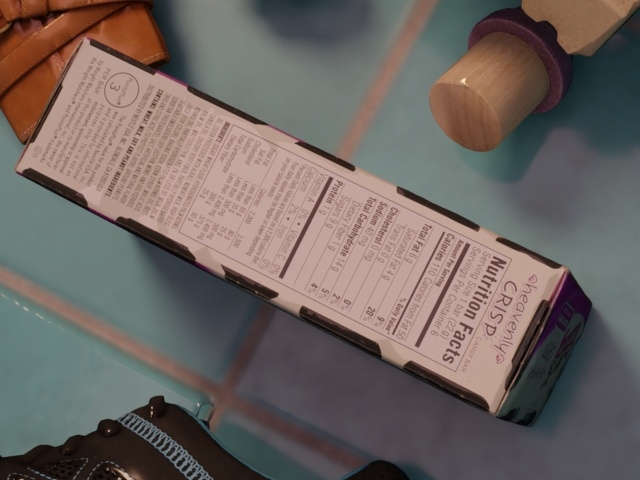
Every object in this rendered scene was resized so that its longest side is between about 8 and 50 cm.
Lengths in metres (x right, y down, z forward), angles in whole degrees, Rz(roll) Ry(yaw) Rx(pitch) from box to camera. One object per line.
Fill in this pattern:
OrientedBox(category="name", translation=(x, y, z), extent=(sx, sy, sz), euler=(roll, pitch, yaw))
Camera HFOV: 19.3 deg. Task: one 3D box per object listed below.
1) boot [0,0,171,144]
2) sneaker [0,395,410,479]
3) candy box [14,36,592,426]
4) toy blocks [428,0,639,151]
OrientedBox(category="boot", translation=(-0.181, -0.116, 0.942), extent=(0.197, 0.073, 0.152), euler=(-25, 92, 21))
OrientedBox(category="sneaker", translation=(-0.116, 0.141, 0.873), extent=(0.340, 0.125, 0.140), euler=(14, 66, 3))
OrientedBox(category="candy box", translation=(0.000, 0.000, 0.841), extent=(0.233, 0.159, 0.071), euler=(27, 89, 13))
OrientedBox(category="toy blocks", translation=(0.104, -0.241, 0.852), extent=(0.288, 0.309, 0.260), euler=(44, 59, 2))
